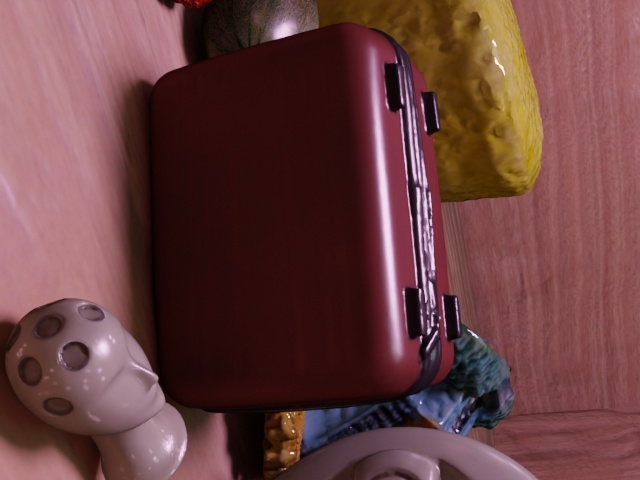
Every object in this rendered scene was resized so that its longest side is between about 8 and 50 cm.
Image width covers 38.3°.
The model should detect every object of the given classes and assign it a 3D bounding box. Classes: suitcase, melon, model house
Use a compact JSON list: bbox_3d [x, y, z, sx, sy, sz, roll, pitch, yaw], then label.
[{"bbox_3d":[-0.018,-0.011,0.758,0.161,0.236,0.297,12,71,-63],"label":"suitcase"},{"bbox_3d":[-0.060,-0.219,0.919,0.167,0.114,0.114,-77,156,-46],"label":"melon"},{"bbox_3d":[0.079,0.220,1.117,0.241,0.226,0.261,-58,148,-19],"label":"model house"}]

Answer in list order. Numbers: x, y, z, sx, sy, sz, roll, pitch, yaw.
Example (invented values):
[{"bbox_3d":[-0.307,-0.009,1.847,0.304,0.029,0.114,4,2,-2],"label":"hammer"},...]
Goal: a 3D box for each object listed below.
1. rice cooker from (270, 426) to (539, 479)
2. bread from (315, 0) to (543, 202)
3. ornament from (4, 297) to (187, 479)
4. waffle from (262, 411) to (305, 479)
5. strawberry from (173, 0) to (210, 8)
[{"bbox_3d":[0.085,0.346,0.778,0.325,0.335,0.335,71,18,-51],"label":"rice cooker"},{"bbox_3d":[0.098,-0.195,1.126,0.348,0.308,0.348,-14,90,-73],"label":"bread"},{"bbox_3d":[-0.133,0.094,0.569,0.156,0.081,0.075,73,19,-49],"label":"ornament"},{"bbox_3d":[-0.034,0.156,0.923,0.191,0.038,0.191,4,90,-88],"label":"waffle"},{"bbox_3d":[-0.106,-0.243,0.826,0.073,0.083,0.073,9,90,-77],"label":"strawberry"}]
